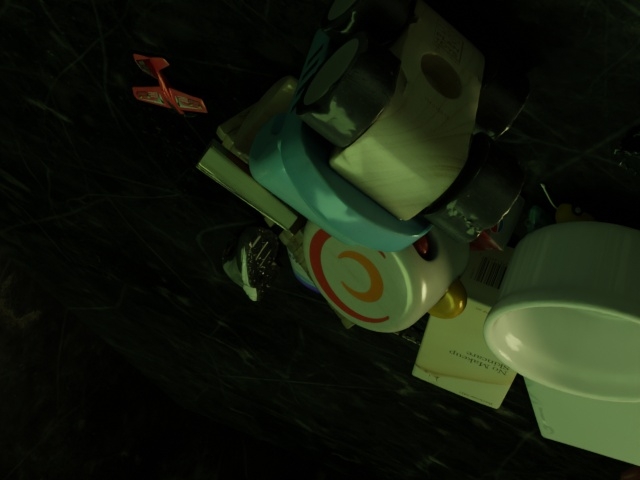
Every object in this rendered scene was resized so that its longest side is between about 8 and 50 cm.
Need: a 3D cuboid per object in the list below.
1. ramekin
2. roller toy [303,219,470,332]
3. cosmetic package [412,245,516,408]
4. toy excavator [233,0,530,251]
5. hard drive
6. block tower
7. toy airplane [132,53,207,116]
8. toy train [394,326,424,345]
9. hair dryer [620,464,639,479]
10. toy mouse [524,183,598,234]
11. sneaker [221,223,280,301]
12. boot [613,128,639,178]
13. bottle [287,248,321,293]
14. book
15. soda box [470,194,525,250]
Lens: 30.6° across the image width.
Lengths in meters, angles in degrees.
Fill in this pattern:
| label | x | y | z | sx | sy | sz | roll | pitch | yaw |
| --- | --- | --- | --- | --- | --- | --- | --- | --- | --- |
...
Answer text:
| label | x | y | z | sx | sy | sz | roll | pitch | yaw |
| --- | --- | --- | --- | --- | --- | --- | --- | --- | --- |
| ramekin | 0.360 | 0.091 | 1.516 | 0.277 | 0.135 | 0.277 | 15 | 154 | 7 |
| roller toy | 0.090 | 0.007 | 1.509 | 0.209 | 0.146 | 0.191 | 22 | 133 | 33 |
| cosmetic package | 0.247 | 0.128 | 1.799 | 0.160 | 0.113 | 0.309 | 20 | 150 | 9 |
| toy excavator | 0.010 | -0.123 | 1.362 | 0.222 | 0.433 | 0.445 | 37 | 131 | -20 |
| hard drive | 0.496 | 0.294 | 1.978 | 0.307 | 0.040 | 0.203 | 11 | 136 | 40 |
| block tower | -0.019 | -0.039 | 1.675 | 0.335 | 0.091 | 0.097 | 54 | 159 | 4 |
| toy airplane | -0.238 | -0.235 | 1.773 | 0.151 | 0.028 | 0.151 | 24 | 159 | 10 |
| toy train | 0.179 | 0.182 | 2.242 | 0.158 | 0.027 | 0.036 | 24 | 171 | 12 |
| hair dryer | 0.585 | 0.372 | 2.101 | 0.223 | 0.080 | 0.294 | 25 | 149 | 28 |
| toy mouse | 0.325 | -0.004 | 1.562 | 0.161 | 0.031 | 0.143 | 31 | 161 | -6 |
| sneaker | -0.143 | 0.036 | 2.218 | 0.108 | 0.100 | 0.271 | 32 | 161 | 9 |
| boot | 0.389 | -0.077 | 1.278 | 0.121 | 0.045 | 0.099 | 11 | 151 | 42 |
| bottle | 0.000 | 0.000 | 1.931 | 0.118 | 0.092 | 0.283 | 25 | 160 | 15 |
| book | -0.092 | -0.077 | 1.539 | 0.144 | 0.035 | 0.096 | 37 | -168 | -9 |
| soda box | 0.156 | -0.041 | 1.624 | 0.092 | 0.083 | 0.263 | 41 | 157 | -26 |
